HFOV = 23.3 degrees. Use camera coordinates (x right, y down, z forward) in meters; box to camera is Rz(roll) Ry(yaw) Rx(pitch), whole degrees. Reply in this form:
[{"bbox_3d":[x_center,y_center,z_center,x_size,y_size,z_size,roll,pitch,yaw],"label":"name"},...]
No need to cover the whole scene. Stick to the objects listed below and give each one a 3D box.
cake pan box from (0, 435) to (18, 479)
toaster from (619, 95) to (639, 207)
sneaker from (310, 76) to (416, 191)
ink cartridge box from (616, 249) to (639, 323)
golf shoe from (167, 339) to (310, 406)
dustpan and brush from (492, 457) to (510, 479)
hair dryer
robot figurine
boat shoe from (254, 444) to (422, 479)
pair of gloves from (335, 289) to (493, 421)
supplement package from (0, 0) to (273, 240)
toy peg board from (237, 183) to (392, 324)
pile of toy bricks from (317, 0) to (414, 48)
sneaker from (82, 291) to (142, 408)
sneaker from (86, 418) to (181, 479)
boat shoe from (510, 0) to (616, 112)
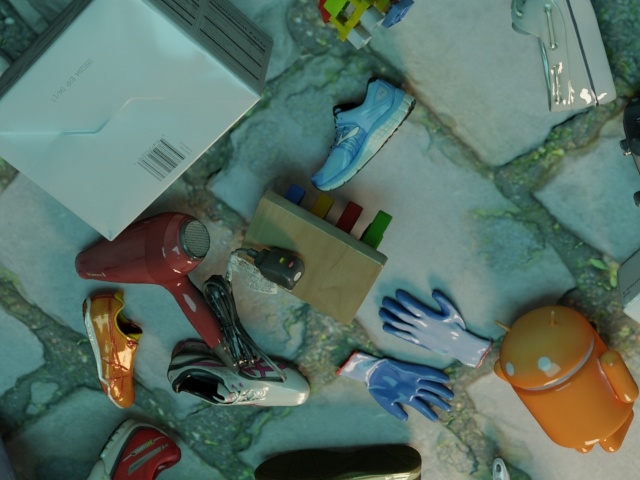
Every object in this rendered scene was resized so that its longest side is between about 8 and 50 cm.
[{"bbox_3d":[-0.498,0.378,2.055,0.267,0.245,0.070,-40,150,27],"label":"cake pan box"},{"bbox_3d":[0.456,-0.099,1.735,0.227,0.129,0.146,-15,124,11],"label":"toaster"},{"bbox_3d":[0.039,-0.125,1.798,0.073,0.063,0.162,41,115,1],"label":"sneaker"},{"bbox_3d":[0.487,0.068,1.858,0.219,0.092,0.160,36,118,-18],"label":"ink cartridge box"},{"bbox_3d":[-0.105,0.188,1.986,0.186,0.086,0.067,11,122,-5],"label":"golf shoe"},{"bbox_3d":[0.258,0.383,2.089,0.147,0.060,0.211,2,105,31],"label":"dustpan and brush"},{"bbox_3d":[-0.168,0.067,1.879,0.294,0.080,0.223,23,128,13],"label":"hair dryer"},{"bbox_3d":[0.303,0.169,1.919,0.128,0.158,0.219,-37,116,0],"label":"robot figurine"},{"bbox_3d":[0.026,0.324,2.067,0.224,0.080,0.073,-6,117,3],"label":"boat shoe"},{"bbox_3d":[0.123,0.148,1.980,0.159,0.023,0.198,26,122,-13],"label":"pair of gloves"},{"bbox_3d":[-0.216,-0.171,1.724,0.204,0.145,0.262,39,118,-19],"label":"supplement package"},{"bbox_3d":[0.000,0.000,1.848,0.161,0.079,0.161,30,147,2],"label":"toy peg board"},{"bbox_3d":[0.074,-0.317,1.649,0.105,0.118,0.212,47,136,8],"label":"pile of toy bricks"},{"bbox_3d":[-0.256,0.145,1.984,0.067,0.064,0.175,-10,125,-1],"label":"sneaker"},{"bbox_3d":[-0.264,0.362,2.000,0.118,0.279,0.107,24,154,3],"label":"sneaker"},{"bbox_3d":[0.246,-0.253,1.673,0.088,0.096,0.267,-18,128,10],"label":"boat shoe"}]
